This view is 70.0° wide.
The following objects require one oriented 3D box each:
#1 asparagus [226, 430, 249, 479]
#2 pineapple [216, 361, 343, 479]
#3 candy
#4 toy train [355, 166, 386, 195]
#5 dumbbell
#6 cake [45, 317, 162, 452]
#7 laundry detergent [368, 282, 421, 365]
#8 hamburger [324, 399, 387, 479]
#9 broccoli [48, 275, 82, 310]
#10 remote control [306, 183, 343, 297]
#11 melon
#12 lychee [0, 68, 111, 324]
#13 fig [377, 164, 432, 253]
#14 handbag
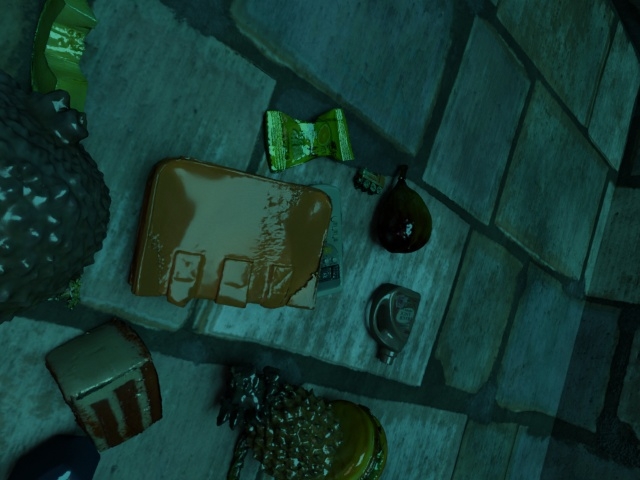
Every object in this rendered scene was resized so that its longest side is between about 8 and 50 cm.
[{"bbox_3d":[-0.202,0.548,1.127,0.036,0.030,0.165,16,87,-14],"label":"asparagus"},{"bbox_3d":[-0.119,0.411,1.079,0.357,0.223,0.223,48,66,-21],"label":"pineapple"},{"bbox_3d":[-0.021,-0.258,1.145,0.247,0.069,0.148,-16,108,-34],"label":"candy"},{"bbox_3d":[0.141,-0.168,1.298,0.103,0.044,0.064,20,80,-40],"label":"toy train"},{"bbox_3d":[-0.447,0.528,0.862,0.144,0.160,0.324,-19,110,-2],"label":"dumbbell"},{"bbox_3d":[-0.426,0.285,0.909,0.158,0.160,0.261,-26,145,-33],"label":"cake"},{"bbox_3d":[0.206,0.250,1.382,0.171,0.076,0.236,24,83,-36],"label":"laundry detergent"},{"bbox_3d":[0.070,0.560,1.219,0.170,0.246,0.246,41,71,-36],"label":"hamburger"},{"bbox_3d":[-0.474,0.072,0.819,0.095,0.092,0.096,15,105,-25],"label":"broccoli"},{"bbox_3d":[0.000,0.000,1.200,0.140,0.056,0.296,-9,102,-38],"label":"remote control"},{"bbox_3d":[-0.439,-0.322,0.783,0.064,0.118,0.209,5,105,-52],"label":"melon"},{"bbox_3d":[-0.502,-0.057,0.617,0.432,0.380,0.380,-35,119,0],"label":"lychee"},{"bbox_3d":[0.247,-0.096,1.342,0.170,0.146,0.273,12,75,-40],"label":"fig"},{"bbox_3d":[-0.180,-0.003,0.997,0.411,0.116,0.303,10,92,-30],"label":"handbag"}]
